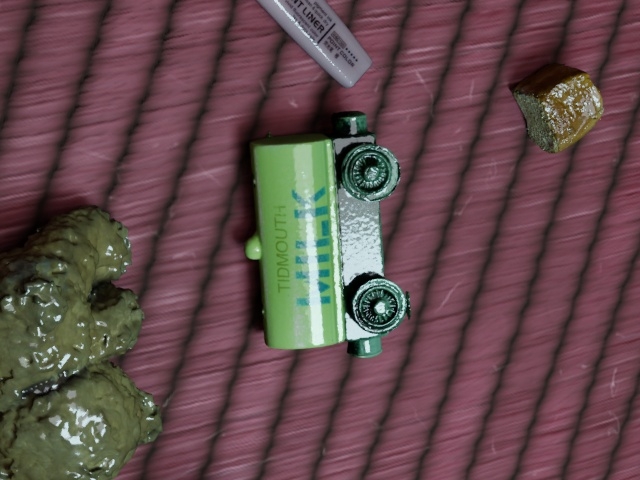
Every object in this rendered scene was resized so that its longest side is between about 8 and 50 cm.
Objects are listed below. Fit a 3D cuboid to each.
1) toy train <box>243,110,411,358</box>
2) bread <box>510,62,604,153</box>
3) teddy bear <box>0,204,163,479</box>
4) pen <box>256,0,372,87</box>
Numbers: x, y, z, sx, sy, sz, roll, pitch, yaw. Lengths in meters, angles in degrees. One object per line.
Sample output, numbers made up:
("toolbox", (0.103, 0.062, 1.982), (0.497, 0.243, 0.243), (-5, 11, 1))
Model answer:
("toy train", (0.000, 0.000, 1.714), (0.157, 0.105, 0.253), (-7, 102, -11))
("bread", (0.254, -0.142, 1.810), (0.070, 0.083, 0.077), (-29, 108, -8))
("teddy bear", (-0.258, 0.122, 1.580), (0.267, 0.156, 0.256), (-24, 112, -21))
("pen", (-0.022, -0.231, 1.688), (0.053, 0.032, 0.197), (-50, 118, -8))
